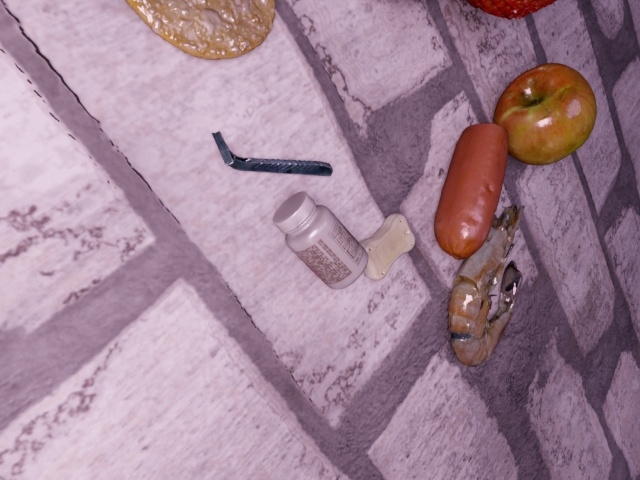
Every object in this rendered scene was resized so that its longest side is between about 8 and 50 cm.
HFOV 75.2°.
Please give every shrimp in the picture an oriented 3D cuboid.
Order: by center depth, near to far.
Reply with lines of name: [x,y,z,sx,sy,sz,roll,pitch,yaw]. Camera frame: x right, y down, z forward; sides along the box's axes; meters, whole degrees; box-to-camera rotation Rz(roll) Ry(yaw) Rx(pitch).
shrimp: [0.361,0.089,0.864,0.246,0.085,0.361,31,75,-41]

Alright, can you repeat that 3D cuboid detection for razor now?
razor: [-0.060,-0.109,0.588,0.190,0.033,0.066,0,48,-39]

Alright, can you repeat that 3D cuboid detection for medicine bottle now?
medicine bottle: [0.000,0.000,0.596,0.140,0.079,0.079,46,65,-27]

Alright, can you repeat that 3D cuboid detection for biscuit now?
biscuit: [-0.150,-0.335,0.520,0.219,0.033,0.220,1,89,-38]

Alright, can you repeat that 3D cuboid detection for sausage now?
sausage: [0.283,-0.089,0.783,0.113,0.113,0.259,29,72,-32]

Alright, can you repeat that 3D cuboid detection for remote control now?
remote control: [0.111,0.010,0.705,0.122,0.032,0.074,-39,111,-30]

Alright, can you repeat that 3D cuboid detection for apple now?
apple: [0.470,-0.256,0.874,0.195,0.195,0.196,0,90,-36]

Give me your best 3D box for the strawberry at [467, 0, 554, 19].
strawberry: [0.405,-0.548,0.767,0.238,0.288,0.250,-24,122,-42]
